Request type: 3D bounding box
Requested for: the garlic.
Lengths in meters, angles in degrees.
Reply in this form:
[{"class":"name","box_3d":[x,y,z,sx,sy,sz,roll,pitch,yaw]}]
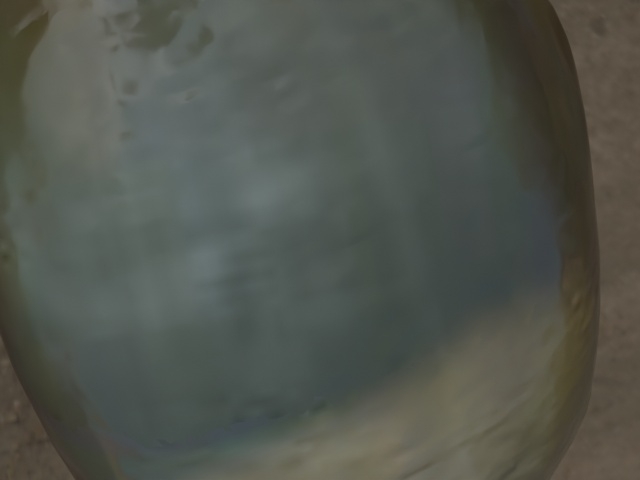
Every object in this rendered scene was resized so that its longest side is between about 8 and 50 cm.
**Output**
[{"class":"garlic","box_3d":[0.005,0.017,0.447,0.151,0.196,0.338,-16,134,2]}]
